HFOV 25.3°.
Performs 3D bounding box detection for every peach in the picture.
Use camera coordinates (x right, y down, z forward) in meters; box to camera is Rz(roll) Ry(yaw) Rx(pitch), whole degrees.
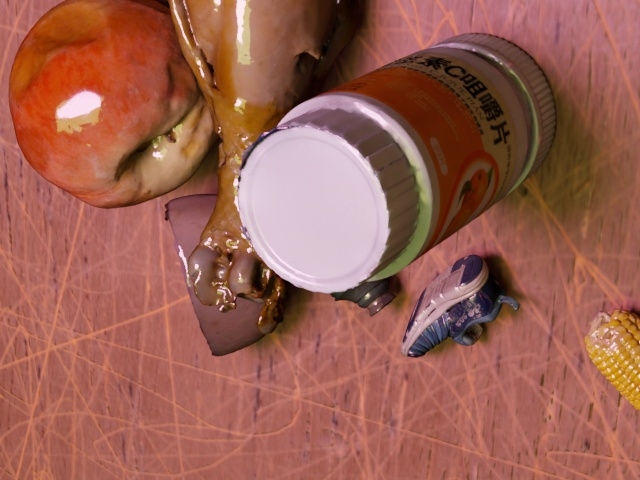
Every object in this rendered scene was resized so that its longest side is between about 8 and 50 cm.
[{"bbox_3d":[-0.211,-0.150,1.443,0.214,0.214,0.235,-62,40,32],"label":"peach"}]

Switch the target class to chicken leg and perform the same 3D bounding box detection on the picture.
[{"bbox_3d":[-0.066,-0.127,1.337,0.153,0.201,0.429,11,100,51],"label":"chicken leg"}]

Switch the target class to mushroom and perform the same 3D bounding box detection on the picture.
[{"bbox_3d":[-0.091,0.034,1.480,0.117,0.141,0.188,-4,135,6],"label":"mushroom"}]

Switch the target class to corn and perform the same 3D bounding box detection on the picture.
[{"bbox_3d":[0.322,0.143,1.300,0.206,0.067,0.067,47,125,7],"label":"corn"}]

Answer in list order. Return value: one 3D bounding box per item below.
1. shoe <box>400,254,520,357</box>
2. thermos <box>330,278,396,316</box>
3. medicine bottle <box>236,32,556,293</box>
[{"bbox_3d":[0.131,0.074,1.400,0.071,0.064,0.143,38,131,-8],"label":"shoe"},{"bbox_3d":[0.000,-0.001,1.439,0.187,0.073,0.083,50,123,6],"label":"thermos"},{"bbox_3d":[0.071,-0.071,1.216,0.158,0.318,0.158,13,115,29],"label":"medicine bottle"}]
